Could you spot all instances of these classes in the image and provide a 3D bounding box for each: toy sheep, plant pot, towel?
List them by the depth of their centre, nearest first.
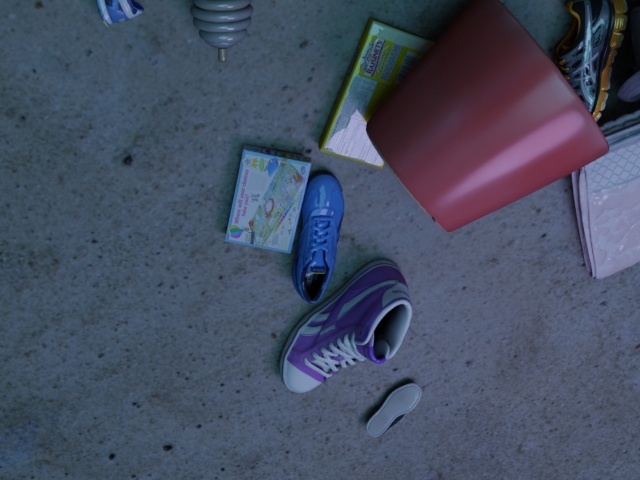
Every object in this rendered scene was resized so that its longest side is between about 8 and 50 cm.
[{"bbox_3d":[-0.130,-0.302,1.169,0.091,0.091,0.132,-7,119,-7],"label":"toy sheep"},{"bbox_3d":[0.214,-0.157,1.211,0.243,0.275,0.275,-38,118,13],"label":"plant pot"},{"bbox_3d":[0.563,-0.098,1.386,0.332,0.053,0.317,-23,135,4],"label":"towel"}]

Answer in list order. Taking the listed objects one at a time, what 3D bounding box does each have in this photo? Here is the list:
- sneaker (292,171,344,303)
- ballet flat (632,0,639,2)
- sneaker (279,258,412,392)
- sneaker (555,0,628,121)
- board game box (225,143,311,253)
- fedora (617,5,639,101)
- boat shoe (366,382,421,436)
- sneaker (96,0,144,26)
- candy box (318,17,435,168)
[{"bbox_3d":[0.000,0.000,1.360,0.069,0.082,0.209,5,115,-11],"label":"sneaker"},{"bbox_3d":[0.519,-0.398,1.253,0.203,0.074,0.074,-18,119,-1],"label":"ballet flat"},{"bbox_3d":[0.037,0.168,1.412,0.102,0.161,0.282,30,110,-25],"label":"sneaker"},{"bbox_3d":[0.384,-0.257,1.299,0.083,0.084,0.214,6,112,-1],"label":"sneaker"},{"bbox_3d":[-0.080,-0.062,1.334,0.104,0.026,0.154,11,116,-7],"label":"board game box"},{"bbox_3d":[0.520,-0.291,1.234,0.244,0.275,0.124,-22,86,30],"label":"fedora"},{"bbox_3d":[0.134,0.300,1.569,0.046,0.038,0.125,43,101,16],"label":"boat shoe"},{"bbox_3d":[-0.268,-0.351,1.140,0.059,0.053,0.144,-9,128,-5],"label":"sneaker"},{"bbox_3d":[0.081,-0.211,1.291,0.105,0.027,0.205,16,114,-18],"label":"candy box"}]
